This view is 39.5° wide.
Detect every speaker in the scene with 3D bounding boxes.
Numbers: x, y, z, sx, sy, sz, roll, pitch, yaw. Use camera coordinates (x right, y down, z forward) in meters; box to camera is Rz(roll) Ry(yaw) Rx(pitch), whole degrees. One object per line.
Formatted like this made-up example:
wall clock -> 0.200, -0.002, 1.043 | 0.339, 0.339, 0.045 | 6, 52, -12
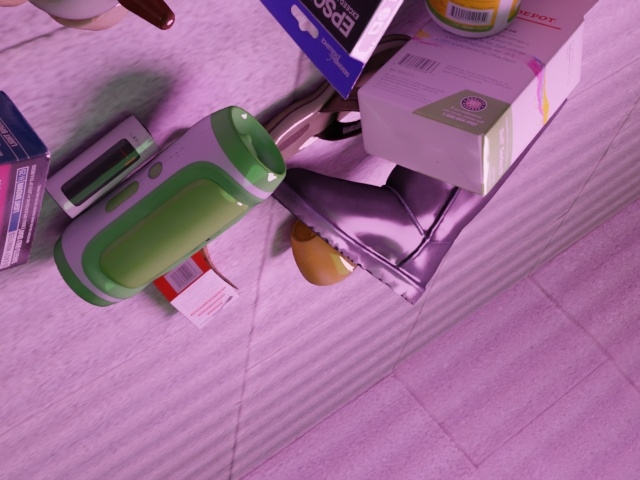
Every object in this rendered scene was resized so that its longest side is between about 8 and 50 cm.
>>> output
speaker -> -0.258, -0.089, 1.056 | 0.136, 0.055, 0.055 | -39, 158, -6
speaker -> -0.189, -0.039, 1.108 | 0.297, 0.131, 0.131 | -35, 161, 18

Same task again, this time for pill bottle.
pill bottle -> 0.215, -0.394, 1.157 | 0.136, 0.136, 0.245 | -34, 157, -18

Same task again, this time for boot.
boot -> 0.165, -0.161, 1.470 | 0.367, 0.146, 0.445 | 35, 94, -37

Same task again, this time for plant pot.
plant pot -> 0.000, 0.000, 1.590 | 0.134, 0.134, 0.095 | -41, 134, -1

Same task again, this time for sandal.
sandal -> 0.032, -0.187, 1.309 | 0.303, 0.086, 0.120 | -40, 159, -10

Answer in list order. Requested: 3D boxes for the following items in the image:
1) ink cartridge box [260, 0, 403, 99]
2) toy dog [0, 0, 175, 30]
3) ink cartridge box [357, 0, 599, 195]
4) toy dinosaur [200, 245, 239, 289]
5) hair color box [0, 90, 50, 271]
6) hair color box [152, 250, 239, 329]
ink cartridge box -> 0.006, -0.288, 0.914 | 0.045, 0.206, 0.208 | -9, 141, -44
toy dog -> -0.140, -0.283, 0.622 | 0.220, 0.161, 0.333 | -46, 157, -51
ink cartridge box -> 0.239, -0.241, 1.279 | 0.353, 0.207, 0.119 | -47, 145, -28
toy dinosaur -> -0.172, -0.038, 1.200 | 0.064, 0.112, 0.211 | -16, 112, -25
hair color box -> -0.439, -0.015, 0.822 | 0.347, 0.105, 0.174 | -21, 150, -40
hair color box -> -0.203, 0.081, 1.476 | 0.093, 0.053, 0.167 | -40, 157, -7
